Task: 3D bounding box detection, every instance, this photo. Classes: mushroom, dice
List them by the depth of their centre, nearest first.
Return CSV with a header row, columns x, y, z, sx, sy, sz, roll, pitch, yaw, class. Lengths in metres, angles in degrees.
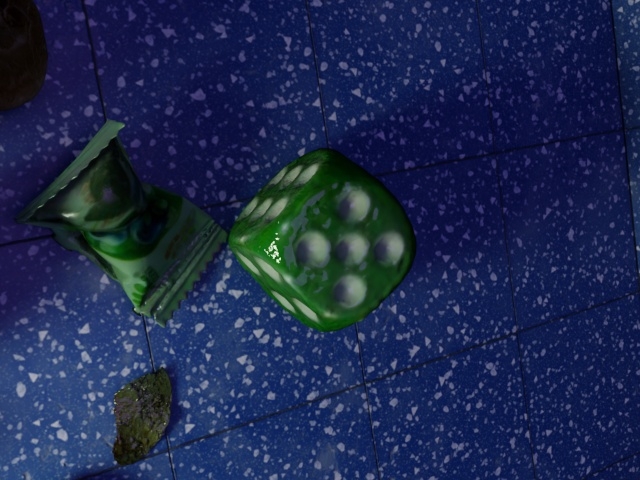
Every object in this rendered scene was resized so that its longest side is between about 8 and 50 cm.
x,y,z,sx,sy,sz,roll,pitch,yaw,class
-0.616,-0.359,1.300,0.278,0.146,0.278,8,78,-40,mushroom
0.000,0.000,1.563,0.287,0.297,0.300,-45,112,-15,dice

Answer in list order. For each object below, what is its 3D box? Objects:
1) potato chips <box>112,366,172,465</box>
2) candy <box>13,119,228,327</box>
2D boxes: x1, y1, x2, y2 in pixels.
x,y,z,sx,sy,sz,roll,pitch,yaw,class
-0.379,0.364,1.534,0.142,0.026,0.209,42,74,-21,potato chips
-0.366,-0.023,1.448,0.263,0.172,0.398,-52,126,-11,candy
